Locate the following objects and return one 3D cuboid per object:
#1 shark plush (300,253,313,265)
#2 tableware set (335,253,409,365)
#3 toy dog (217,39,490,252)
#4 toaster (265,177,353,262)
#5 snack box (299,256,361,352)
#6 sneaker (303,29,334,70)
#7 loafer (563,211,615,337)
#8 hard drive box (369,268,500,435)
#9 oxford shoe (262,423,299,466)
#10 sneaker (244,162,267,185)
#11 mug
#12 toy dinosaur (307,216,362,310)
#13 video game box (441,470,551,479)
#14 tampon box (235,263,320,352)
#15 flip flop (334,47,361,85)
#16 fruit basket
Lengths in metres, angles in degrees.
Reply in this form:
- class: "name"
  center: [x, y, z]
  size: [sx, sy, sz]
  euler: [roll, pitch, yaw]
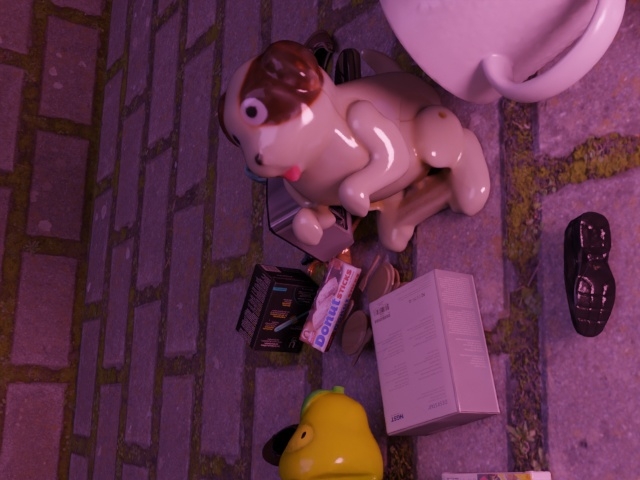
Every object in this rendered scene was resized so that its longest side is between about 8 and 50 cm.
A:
- class: "shark plush"
  center: [0.000, 0.000, 1.632]
  size: [0.067, 0.073, 0.161]
  euler: [-86, 6, -45]
- class: "tableware set"
  center: [0.100, 0.133, 1.431]
  size: [0.194, 0.039, 0.128]
  euler: [-63, 25, 16]
- class: "toy dog"
  center: [0.038, -0.187, 1.266]
  size: [0.285, 0.408, 0.395]
  euler: [-18, 68, 54]
- class: "toaster"
  center: [-0.024, -0.073, 1.473]
  size: [0.110, 0.186, 0.168]
  euler: [-29, 47, 30]
- class: "snack box"
  center: [0.019, 0.126, 1.494]
  size: [0.064, 0.022, 0.178]
  euler: [24, 94, 29]
- class: "sneaker"
  center: [-0.032, -0.391, 1.741]
  size: [0.188, 0.066, 0.071]
  euler: [-56, 41, 34]
- class: "loafer"
  center: [0.363, 0.048, 1.041]
  size: [0.061, 0.062, 0.170]
  euler: [143, 135, -75]
- class: "hard drive box"
  center: [0.179, 0.188, 1.246]
  size: [0.181, 0.089, 0.232]
  euler: [-34, 54, 49]
- class: "oxford shoe"
  center: [-0.071, 0.418, 1.567]
  size: [0.227, 0.096, 0.082]
  euler: [-39, 53, 48]
- class: "sneaker"
  center: [-0.073, -0.186, 1.697]
  size: [0.283, 0.122, 0.110]
  euler: [-31, 57, 50]
- class: "mug"
  center: [0.290, -0.356, 1.041]
  size: [0.328, 0.276, 0.374]
  euler: [-37, 46, 41]
- class: "toy dinosaur"
  center: [0.040, 0.042, 1.543]
  size: [0.112, 0.064, 0.211]
  euler: [5, 86, 27]
- class: "video game box"
  center: [0.259, 0.439, 1.098]
  size: [0.187, 0.048, 0.205]
  euler: [-25, 62, 55]
- class: "tampon box"
  center: [-0.093, 0.148, 1.643]
  size: [0.101, 0.120, 0.161]
  euler: [39, 115, 53]
- class: "flip flop"
  center: [0.077, -0.241, 1.511]
  size: [0.112, 0.080, 0.277]
  euler: [-158, 63, -65]
- class: "fruit basket"
  center: [0.007, 0.444, 1.250]
  size: [0.392, 0.283, 0.392]
  euler: [33, 134, 43]
